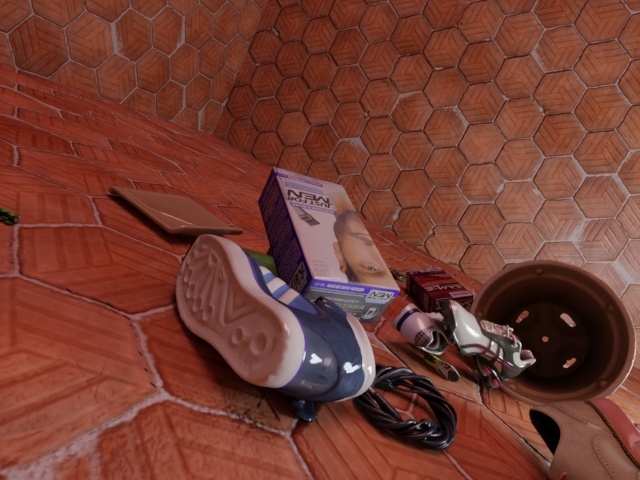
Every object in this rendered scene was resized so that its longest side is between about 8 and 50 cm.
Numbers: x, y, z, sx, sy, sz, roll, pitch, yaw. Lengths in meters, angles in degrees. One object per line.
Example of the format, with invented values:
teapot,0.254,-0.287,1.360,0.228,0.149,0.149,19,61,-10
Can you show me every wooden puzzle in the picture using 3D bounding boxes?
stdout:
wooden puzzle,-0.332,-0.059,0.951,0.238,0.044,0.221,27,11,24

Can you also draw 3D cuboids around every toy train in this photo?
toy train,-0.486,-0.048,0.605,0.083,0.017,0.024,26,1,-3

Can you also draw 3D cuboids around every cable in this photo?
cable,0.138,0.249,0.622,0.184,0.047,0.150,26,12,-9

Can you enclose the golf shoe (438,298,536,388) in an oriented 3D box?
golf shoe,0.347,0.201,0.869,0.273,0.120,0.105,46,26,-26

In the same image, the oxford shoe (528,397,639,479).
oxford shoe,0.412,0.377,0.573,0.146,0.141,0.397,-3,12,11

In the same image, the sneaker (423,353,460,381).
sneaker,0.259,0.264,0.859,0.083,0.031,0.035,35,14,34

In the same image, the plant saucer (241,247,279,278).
plant saucer,-0.102,0.087,0.817,0.240,0.037,0.241,26,13,-6

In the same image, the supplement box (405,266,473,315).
supplement box,0.378,0.166,1.328,0.130,0.073,0.239,-6,19,-8

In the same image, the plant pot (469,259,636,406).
plant pot,0.580,0.246,1.050,0.333,0.334,0.305,35,3,33

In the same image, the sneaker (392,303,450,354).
sneaker,0.249,0.213,0.903,0.235,0.090,0.094,22,13,-46

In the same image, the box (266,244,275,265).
box,0.001,0.048,1.000,0.256,0.123,0.128,26,12,-5

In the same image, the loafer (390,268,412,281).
loafer,0.327,0.130,1.548,0.147,0.050,0.056,19,14,-33

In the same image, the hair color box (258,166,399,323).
hair color box,0.000,0.000,0.822,0.185,0.110,0.339,11,38,-29

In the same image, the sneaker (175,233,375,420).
sneaker,-0.059,0.119,0.610,0.236,0.130,0.322,29,2,-43
